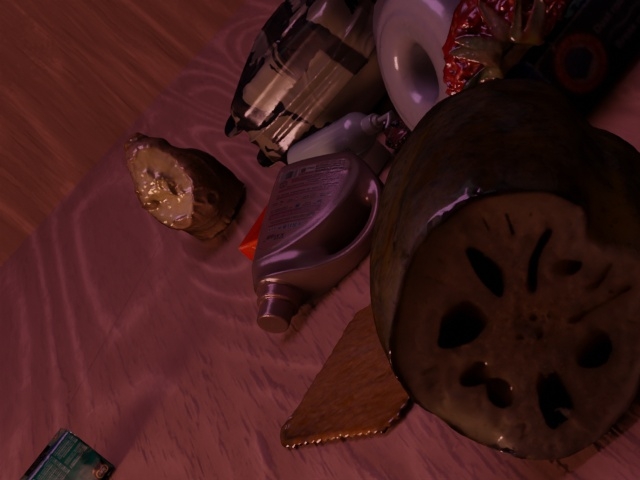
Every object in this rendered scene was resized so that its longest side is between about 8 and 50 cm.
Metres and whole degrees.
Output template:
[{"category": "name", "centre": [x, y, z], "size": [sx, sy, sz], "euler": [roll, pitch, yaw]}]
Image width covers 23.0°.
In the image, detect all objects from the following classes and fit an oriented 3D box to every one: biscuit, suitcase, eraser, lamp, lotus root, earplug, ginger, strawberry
[{"category": "biscuit", "centre": [0.063, 0.115, 1.627], "size": [0.237, 0.013, 0.232], "euler": [-18, 33, 57]}, {"category": "suitcase", "centre": [-0.003, -0.253, 2.335], "size": [0.339, 0.194, 0.351], "euler": [-47, 14, 25]}, {"category": "eraser", "centre": [0.259, -0.205, 1.716], "size": [0.332, 0.101, 0.155], "euler": [-49, 17, -10]}, {"category": "lamp", "centre": [0.105, -0.147, 2.099], "size": [0.063, 0.031, 0.083], "euler": [-41, 22, 22]}, {"category": "lotus root", "centre": [0.161, -0.002, 1.295], "size": [0.250, 0.250, 0.346], "euler": [-40, 13, 24]}, {"category": "earplug", "centre": [0.156, -0.236, 1.923], "size": [0.175, 0.214, 0.325], "euler": [-9, 23, 3]}, {"category": "ginger", "centre": [-0.230, -0.094, 2.519], "size": [0.130, 0.221, 0.276], "euler": [-57, 25, 1]}, {"category": "strawberry", "centre": [0.176, -0.235, 1.668], "size": [0.167, 0.087, 0.208], "euler": [-45, 16, 13]}]

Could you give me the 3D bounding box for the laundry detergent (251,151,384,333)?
[{"category": "laundry detergent", "centre": [0.000, 0.000, 1.931], "size": [0.171, 0.076, 0.237], "euler": [-12, 46, 31]}]

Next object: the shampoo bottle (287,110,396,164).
[{"category": "shampoo bottle", "centre": [0.034, -0.135, 2.086], "size": [0.195, 0.056, 0.056], "euler": [-25, 27, 46]}]

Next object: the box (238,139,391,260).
[{"category": "box", "centre": [-0.011, -0.052, 2.156], "size": [0.245, 0.035, 0.139], "euler": [-23, 29, 54]}]

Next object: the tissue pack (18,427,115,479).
[{"category": "tissue pack", "centre": [-0.340, 0.312, 2.055], "size": [0.111, 0.085, 0.079], "euler": [-53, 17, -16]}]
